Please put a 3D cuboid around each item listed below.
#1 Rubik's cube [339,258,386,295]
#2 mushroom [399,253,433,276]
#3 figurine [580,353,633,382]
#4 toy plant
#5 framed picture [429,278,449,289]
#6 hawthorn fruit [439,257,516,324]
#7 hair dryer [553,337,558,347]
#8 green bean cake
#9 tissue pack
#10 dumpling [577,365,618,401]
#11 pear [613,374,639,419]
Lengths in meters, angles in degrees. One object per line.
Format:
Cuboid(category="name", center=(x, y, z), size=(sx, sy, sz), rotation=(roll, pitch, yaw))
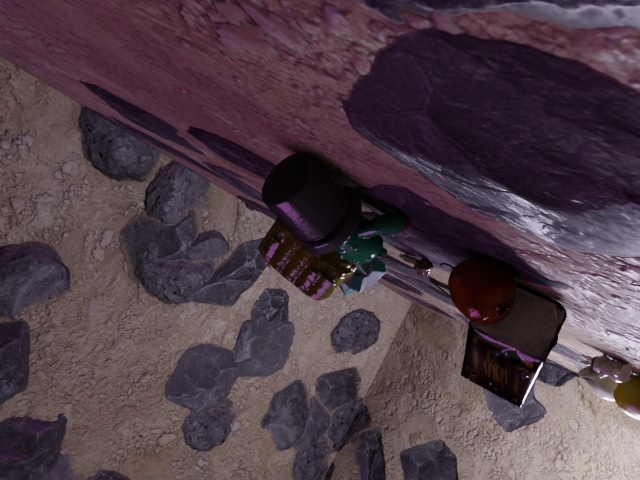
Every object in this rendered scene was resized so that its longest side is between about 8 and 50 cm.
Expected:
Cuboid(category="Rubik's cube", center=(0.116, 0.085, 1.802), size=(0.224, 0.266, 0.213), rotation=(15, -169, -23))
Cuboid(category="mushroom", center=(0.336, 0.082, 1.707), size=(0.060, 0.062, 0.187), rotation=(24, -179, -20))
Cuboid(category="figurine", center=(0.994, 0.444, 1.667), size=(0.098, 0.081, 0.146), rotation=(29, 175, -21))
Cuboid(category="toy plant", center=(0.045, -0.045, 1.192), size=(0.400, 0.279, 0.186), rotation=(40, -151, -40))
Cuboid(category="framed picture", center=(0.661, 0.268, 2.074), size=(0.346, 0.016, 0.265), rotation=(24, 174, 41))
Cuboid(category="hawthorn fruit", center=(0.386, 0.096, 1.253), size=(0.165, 0.165, 0.285), rotation=(30, -165, -29))
Cuboid(category="hair dryer", center=(0.571, 0.201, 1.559), size=(0.361, 0.121, 0.301), rotation=(40, 179, -24))
Cuboid(category="green bean cake", center=(0.000, 0.000, 1.492), size=(0.285, 0.202, 0.310), rotation=(37, -145, 2))
Cuboid(category="tissue pack", center=(0.540, 0.300, 1.374), size=(0.209, 0.198, 0.370), rotation=(23, 151, 27))
Cuboid(category="dumpling", center=(1.192, 0.585, 1.981), size=(0.228, 0.124, 0.151), rotation=(31, -146, 30))
Cuboid(category="pear", center=(1.137, 0.561, 1.713), size=(0.162, 0.149, 0.149), rotation=(33, 178, 27))
